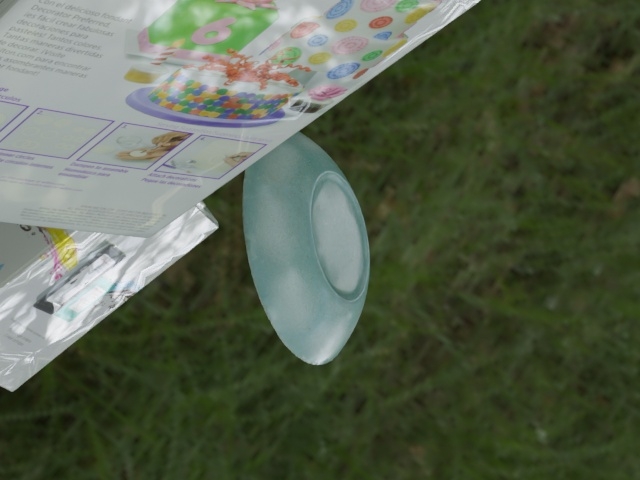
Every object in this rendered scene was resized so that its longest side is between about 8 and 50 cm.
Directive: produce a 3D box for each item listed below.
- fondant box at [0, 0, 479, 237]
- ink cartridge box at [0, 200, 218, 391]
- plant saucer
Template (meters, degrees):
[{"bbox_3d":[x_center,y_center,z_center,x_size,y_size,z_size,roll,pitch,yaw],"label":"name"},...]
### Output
[{"bbox_3d":[-0.110,-0.116,0.942,0.238,0.096,0.330,7,153,-41],"label":"fondant box"},{"bbox_3d":[-0.279,-0.029,1.602,0.270,0.198,0.197,-39,158,1],"label":"ink cartridge box"},{"bbox_3d":[0.000,0.000,1.319,0.195,0.037,0.195,36,49,-55],"label":"plant saucer"}]
